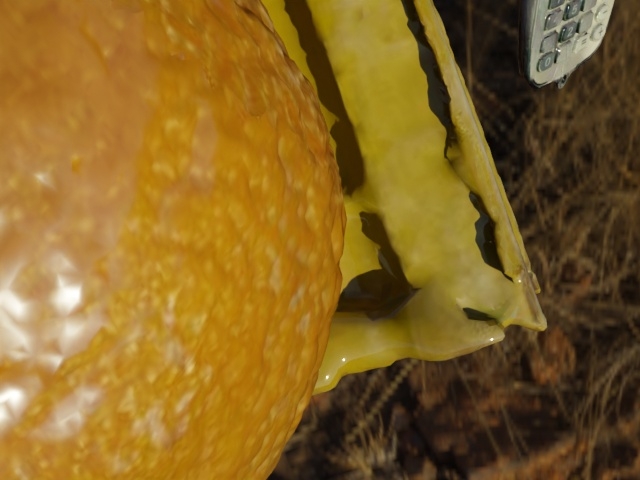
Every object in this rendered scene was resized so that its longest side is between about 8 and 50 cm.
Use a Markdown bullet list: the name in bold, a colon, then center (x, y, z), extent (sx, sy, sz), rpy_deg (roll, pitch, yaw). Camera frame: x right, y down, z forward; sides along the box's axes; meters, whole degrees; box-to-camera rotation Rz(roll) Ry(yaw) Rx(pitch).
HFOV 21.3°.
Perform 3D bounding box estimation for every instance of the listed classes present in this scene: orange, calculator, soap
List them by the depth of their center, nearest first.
- **orange**: center (-0.177, 0.006, 0.523), extent (0.357, 0.322, 0.322), rpy_deg (-30, 64, -1)
- **soap**: center (-0.093, -0.075, 0.740), extent (0.293, 0.156, 0.335), rpy_deg (-21, 94, 10)
- **calculator**: center (0.245, -0.266, 1.604), extent (0.040, 0.268, 0.177), rpy_deg (22, 33, 31)
